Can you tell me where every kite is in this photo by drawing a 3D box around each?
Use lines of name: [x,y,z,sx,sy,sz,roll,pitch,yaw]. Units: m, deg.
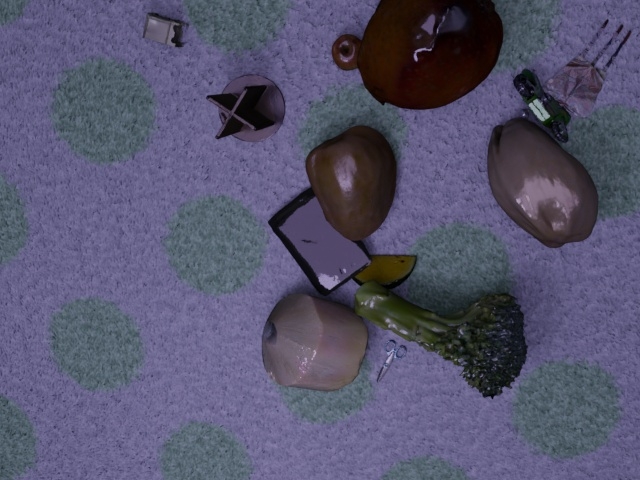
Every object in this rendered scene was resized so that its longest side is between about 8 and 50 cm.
kite: [0.617,-0.402,1.834,0.127,0.016,0.229,30,105,-3]

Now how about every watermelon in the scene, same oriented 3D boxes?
watermelon: [0.145,0.084,1.973,0.182,0.075,0.091,2,99,9]

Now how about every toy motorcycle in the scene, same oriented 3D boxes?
toy motorcycle: [0.513,-0.308,1.824,0.074,0.106,0.190,-37,92,37]

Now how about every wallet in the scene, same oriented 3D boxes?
wallet: [0.000,0.000,1.973,0.169,0.052,0.245,-36,84,8]

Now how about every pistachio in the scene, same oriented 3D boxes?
pistachio: [0.502,-0.136,1.819,0.226,0.208,0.331,-31,79,-30]
pistachio: [0.088,-0.136,1.893,0.213,0.163,0.260,-20,109,-2]

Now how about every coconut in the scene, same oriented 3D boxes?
coconut: [-0.032,0.247,1.942,0.244,0.239,0.239,18,107,-31]

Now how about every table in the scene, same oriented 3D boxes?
table: [-0.182,-0.302,1.856,0.167,0.226,0.167,1,102,7]
table: [-0.372,-0.506,1.915,0.083,0.079,0.062,17,106,2]

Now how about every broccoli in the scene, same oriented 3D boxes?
broccoli: [0.302,0.210,1.883,0.353,0.397,0.274,43,66,-41]

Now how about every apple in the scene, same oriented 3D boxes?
apple: [0.066,-0.441,1.874,0.084,0.071,0.083,0,94,6]

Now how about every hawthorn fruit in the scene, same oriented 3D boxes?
hawthorn fruit: [0.231,-0.438,1.742,0.325,0.308,0.308,-16,99,19]

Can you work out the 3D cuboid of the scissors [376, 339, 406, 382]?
scissors: [0.173,0.314,2.050,0.058,0.014,0.119,30,101,5]
